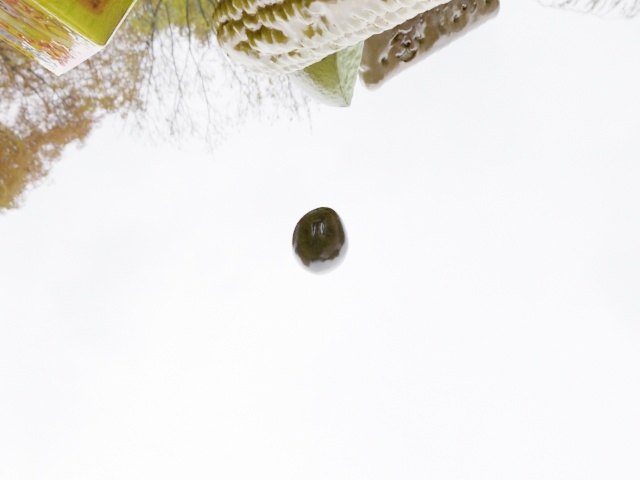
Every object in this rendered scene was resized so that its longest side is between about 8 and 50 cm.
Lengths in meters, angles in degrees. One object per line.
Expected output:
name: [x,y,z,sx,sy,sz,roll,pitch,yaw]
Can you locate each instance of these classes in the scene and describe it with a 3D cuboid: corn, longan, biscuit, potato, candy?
corn: [0.038,-0.199,0.391,0.120,0.363,0.120,7,-101,-36]
longan: [0.000,0.000,0.928,0.092,0.113,0.113,12,-118,6]
biscuit: [0.157,-0.384,0.894,0.325,0.217,0.044,-35,-146,-25]
potato: [-0.024,-0.237,0.745,0.149,0.081,0.120,11,-89,39]
candy: [-0.272,-0.243,0.564,0.146,0.276,0.088,33,-98,-33]
